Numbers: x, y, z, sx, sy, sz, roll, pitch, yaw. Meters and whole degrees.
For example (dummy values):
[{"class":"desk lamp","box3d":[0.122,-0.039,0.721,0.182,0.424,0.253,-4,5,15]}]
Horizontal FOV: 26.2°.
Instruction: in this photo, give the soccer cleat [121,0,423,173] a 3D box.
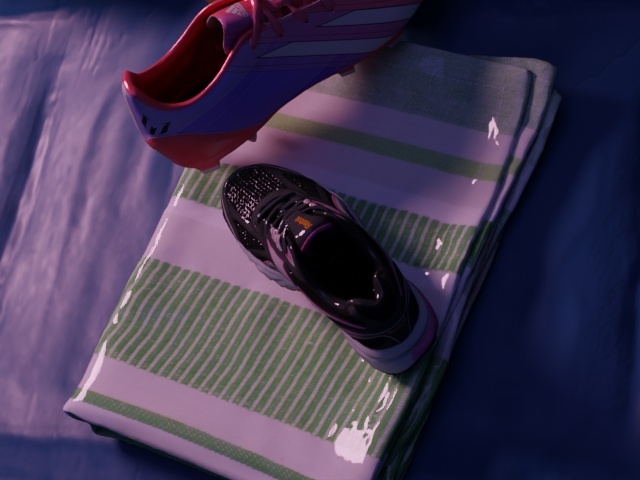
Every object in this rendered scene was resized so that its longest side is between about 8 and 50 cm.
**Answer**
[{"class":"soccer cleat","box3d":[-0.021,-0.145,0.913,0.248,0.095,0.083,-39,55,-1]}]

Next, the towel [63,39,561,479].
[{"class":"towel","box3d":[-0.006,0.004,0.902,0.248,0.038,0.325,15,71,28]}]

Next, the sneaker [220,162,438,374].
[{"class":"sneaker","box3d":[0.000,0.000,0.835,0.072,0.077,0.178,-47,56,-8]}]

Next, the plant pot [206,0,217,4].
[{"class":"plant pot","box3d":[-0.045,-0.292,0.976,0.205,0.188,0.205,-9,62,17]}]
